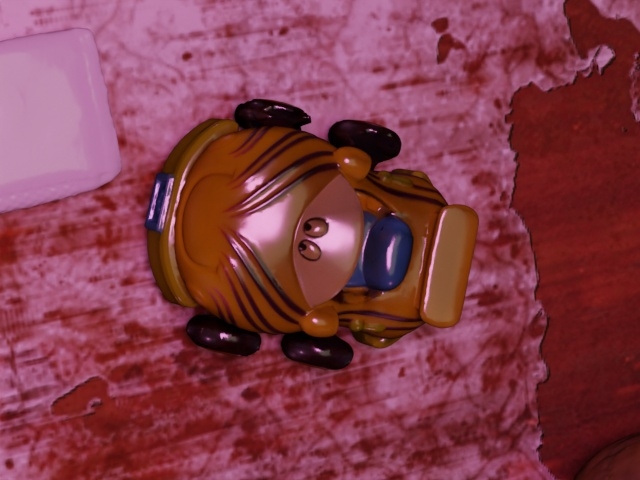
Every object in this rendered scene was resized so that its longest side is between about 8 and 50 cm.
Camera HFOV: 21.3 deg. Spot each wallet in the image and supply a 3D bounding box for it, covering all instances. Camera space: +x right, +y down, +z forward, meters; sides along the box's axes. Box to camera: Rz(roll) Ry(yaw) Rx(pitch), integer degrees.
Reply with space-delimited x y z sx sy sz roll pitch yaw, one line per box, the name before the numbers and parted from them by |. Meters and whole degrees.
wallet | -0.238 -0.081 1.229 0.183 0.032 0.124 -15 102 -22

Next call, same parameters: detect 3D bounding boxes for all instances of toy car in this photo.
toy car | 0.000 0.000 1.290 0.248 0.142 0.200 9 90 -28

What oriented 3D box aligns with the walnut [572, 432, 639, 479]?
walnut | 0.310 0.292 1.399 0.285 0.285 0.296 39 51 -24
